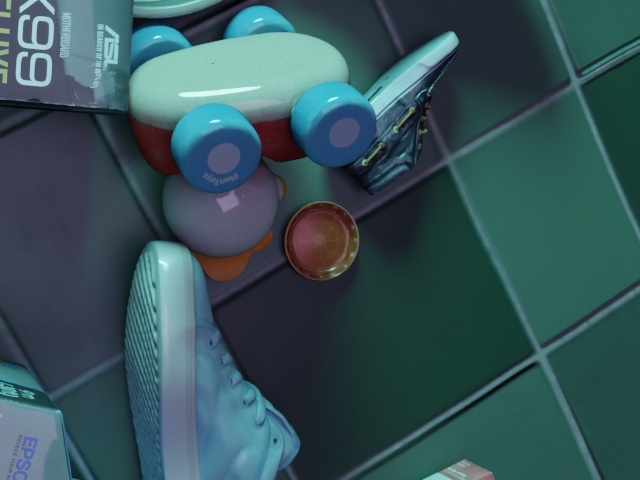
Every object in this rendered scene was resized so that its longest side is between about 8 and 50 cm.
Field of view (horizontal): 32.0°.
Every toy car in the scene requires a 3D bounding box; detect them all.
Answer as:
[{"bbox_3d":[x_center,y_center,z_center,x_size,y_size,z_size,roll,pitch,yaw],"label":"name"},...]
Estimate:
[{"bbox_3d":[-0.075,-0.069,1.073,0.210,0.219,0.238,-14,128,-20],"label":"toy car"}]

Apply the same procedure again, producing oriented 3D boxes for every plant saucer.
[{"bbox_3d":[0.000,0.000,1.174,0.084,0.013,0.083,-2,96,-20],"label":"plant saucer"}]

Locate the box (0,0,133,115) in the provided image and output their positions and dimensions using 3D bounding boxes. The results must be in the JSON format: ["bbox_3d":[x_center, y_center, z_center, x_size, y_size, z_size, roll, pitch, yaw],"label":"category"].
[{"bbox_3d":[-0.281,-0.267,0.950,0.243,0.076,0.307,3,91,-23],"label":"box"}]

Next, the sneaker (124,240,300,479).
[{"bbox_3d":[-0.101,0.169,1.097,0.150,0.135,0.365,-10,108,-24],"label":"sneaker"}]

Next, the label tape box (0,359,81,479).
[{"bbox_3d":[-0.307,0.159,0.953,0.334,0.241,0.105,17,86,-22],"label":"label tape box"}]

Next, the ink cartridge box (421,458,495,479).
[{"bbox_3d":[0.105,0.334,1.211,0.198,0.067,0.115,-21,101,-19],"label":"ink cartridge box"}]

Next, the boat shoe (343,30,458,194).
[{"bbox_3d":[0.090,-0.134,1.175,0.183,0.065,0.083,-43,108,-5],"label":"boat shoe"}]

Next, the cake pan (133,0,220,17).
[{"bbox_3d":[-0.171,-0.356,1.061,0.293,0.054,0.293,-2,95,-20],"label":"cake pan"}]
